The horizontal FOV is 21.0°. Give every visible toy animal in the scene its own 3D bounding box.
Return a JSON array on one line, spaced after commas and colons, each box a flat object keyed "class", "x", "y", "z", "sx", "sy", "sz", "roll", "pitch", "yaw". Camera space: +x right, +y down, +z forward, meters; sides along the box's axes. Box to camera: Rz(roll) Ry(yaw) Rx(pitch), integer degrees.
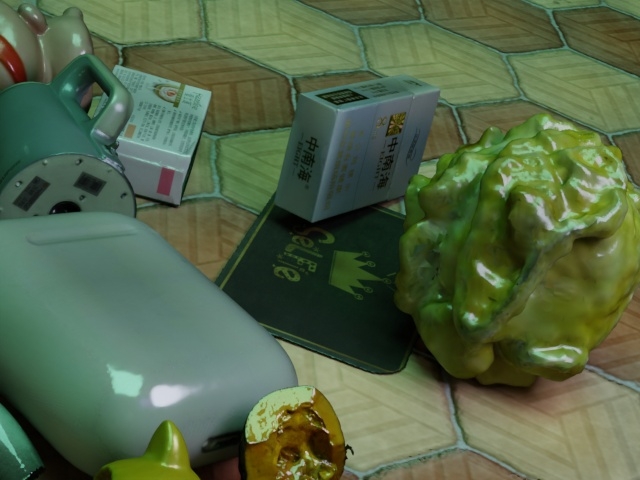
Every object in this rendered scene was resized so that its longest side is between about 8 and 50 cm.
[{"class": "toy animal", "x": -0.384, "y": -0.211, "z": 2.161, "sx": 0.197, "sy": 0.171, "sz": 0.171, "roll": -6, "pitch": 37, "yaw": -31}, {"class": "toy animal", "x": -0.121, "y": 0.278, "z": 1.492, "sx": 0.156, "sy": 0.156, "sz": 0.230, "roll": -4, "pitch": 37, "yaw": -30}]

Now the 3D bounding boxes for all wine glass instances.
[{"class": "wine glass", "x": -0.332, "y": 0.152, "z": 1.624, "sx": 0.198, "sy": 0.066, "sz": 0.066, "roll": 51, "pitch": 40, "yaw": 12}]

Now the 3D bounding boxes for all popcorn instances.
[{"class": "popcorn", "x": 0.224, "y": 0.010, "z": 1.977, "sx": 0.312, "sy": 0.312, "sz": 0.312, "roll": 12, "pitch": 31, "yaw": -7}]

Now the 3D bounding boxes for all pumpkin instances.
[{"class": "pumpkin", "x": -0.015, "y": 0.242, "z": 1.639, "sx": 0.119, "sy": 0.108, "sz": 0.183, "roll": -10, "pitch": 63, "yaw": -28}]

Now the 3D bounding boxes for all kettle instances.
[{"class": "kettle", "x": -0.300, "y": -0.105, "z": 1.988, "sx": 0.160, "sy": 0.210, "sz": 0.243, "roll": 33, "pitch": 15, "yaw": -34}]

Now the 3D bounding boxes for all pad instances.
[{"class": "pad", "x": -0.001, "y": 0.000, "z": 2.088, "sx": 0.315, "sy": 0.063, "sz": 0.375, "roll": 19, "pitch": 30, "yaw": 6}]

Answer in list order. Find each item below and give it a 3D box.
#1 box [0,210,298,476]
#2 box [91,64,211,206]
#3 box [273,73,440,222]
[{"class": "box", "x": -0.207, "y": 0.099, "z": 1.732, "sx": 0.288, "sy": 0.141, "sz": 0.349, "roll": -9, "pitch": 40, "yaw": -47}, {"class": "box", "x": -0.220, "y": -0.135, "z": 2.187, "sx": 0.135, "sy": 0.081, "sz": 0.199, "roll": 15, "pitch": 32, "yaw": -3}, {"class": "box", "x": 0.050, "y": -0.121, "z": 2.193, "sx": 0.067, "sy": 0.155, "sz": 0.243, "roll": 28, "pitch": 26, "yaw": 28}]
